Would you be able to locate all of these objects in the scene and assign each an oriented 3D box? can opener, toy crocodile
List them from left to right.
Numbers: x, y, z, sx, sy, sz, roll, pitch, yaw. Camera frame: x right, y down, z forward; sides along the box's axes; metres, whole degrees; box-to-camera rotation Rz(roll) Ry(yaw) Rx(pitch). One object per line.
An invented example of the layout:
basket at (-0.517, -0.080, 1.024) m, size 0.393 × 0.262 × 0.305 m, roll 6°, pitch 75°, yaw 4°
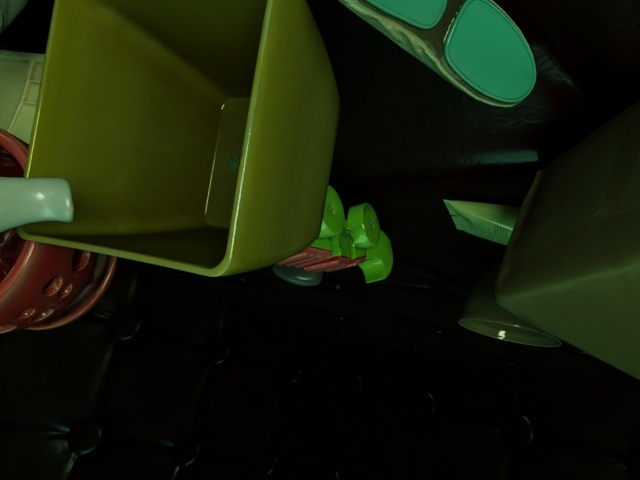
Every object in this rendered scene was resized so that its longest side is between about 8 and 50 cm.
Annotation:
can opener at (-0.125, 0.013, 1.085) m, size 0.280 × 0.093 × 0.074 m, roll 18°, pitch 167°, yaw 11°
toy crocodile at (0.000, 0.000, 0.730) m, size 0.115 × 0.105 × 0.340 m, roll -15°, pitch 167°, yaw 26°

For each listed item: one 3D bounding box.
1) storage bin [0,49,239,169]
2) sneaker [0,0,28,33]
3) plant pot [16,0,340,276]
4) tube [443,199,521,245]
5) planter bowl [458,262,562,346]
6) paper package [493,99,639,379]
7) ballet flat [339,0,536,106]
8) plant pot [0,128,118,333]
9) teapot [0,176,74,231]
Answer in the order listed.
storage bin at (-0.257, -0.106, 0.691) m, size 0.260 × 0.123 × 0.262 m, roll 12°, pitch 166°, yaw 17°
sneaker at (-0.250, -0.205, 0.353) m, size 0.080 × 0.094 × 0.212 m, roll 18°, pitch 165°, yaw -4°
plant pot at (-0.091, -0.085, 0.458) m, size 0.212 × 0.213 × 0.187 m, roll 8°, pitch 178°, yaw 28°
tube at (0.269, -0.010, 0.637) m, size 0.240 × 0.062 × 0.070 m, roll 13°, pitch 123°, yaw 31°
planter bowl at (0.321, 0.103, 0.890) m, size 0.161 × 0.109 × 0.162 m, roll 14°, pitch 165°, yaw 4°
paper package at (0.332, 0.021, 0.351) m, size 0.309 × 0.168 × 0.325 m, roll 27°, pitch 166°, yaw 2°
ballet flat at (0.074, -0.145, 0.353) m, size 0.168 × 0.057 × 0.052 m, roll 27°, pitch -170°, yaw -26°
plant pot at (-0.317, 0.002, 0.536) m, size 0.190 × 0.191 × 0.174 m, roll 14°, pitch 169°, yaw 7°
teapot at (-0.349, -0.051, 0.375) m, size 0.252 × 0.187 × 0.256 m, roll -30°, pitch 96°, yaw 32°
